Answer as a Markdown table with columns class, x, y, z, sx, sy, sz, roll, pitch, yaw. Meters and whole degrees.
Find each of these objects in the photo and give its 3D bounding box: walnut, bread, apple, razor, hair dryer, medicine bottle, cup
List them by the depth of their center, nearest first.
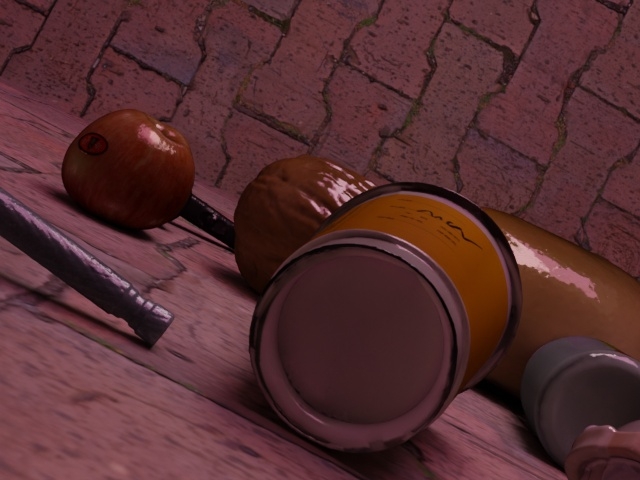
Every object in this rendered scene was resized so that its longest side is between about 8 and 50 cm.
| class | x | y | z | sx | sy | sz | roll | pitch | yaw |
| --- | --- | --- | --- | --- | --- | --- | --- | --- | --- |
| razor | -0.195 | -0.009 | 0.527 | 0.232 | 0.106 | 0.068 | 39 | 2 | -8 |
| cup | 0.053 | 0.054 | 0.627 | 0.196 | 0.196 | 0.280 | 28 | 11 | 10 |
| medicine bottle | 0.305 | 0.183 | 0.948 | 0.139 | 0.139 | 0.225 | 28 | 3 | 7 |
| apple | -0.218 | -0.083 | 0.961 | 0.146 | 0.131 | 0.146 | 33 | 3 | -2 |
| walnut | 0.000 | 0.000 | 0.989 | 0.213 | 0.213 | 0.213 | 27 | 3 | -1 |
| hair dryer | -0.188 | -0.049 | 1.214 | 0.251 | 0.089 | 0.197 | 33 | 0 | -28 |
| bread | 0.318 | 0.114 | 1.236 | 0.376 | 0.252 | 0.348 | 26 | 6 | 10 |

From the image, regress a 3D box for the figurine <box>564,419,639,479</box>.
| class | x | y | z | sx | sy | sz | roll | pitch | yaw |
| --- | --- | --- | --- | --- | --- | --- | --- | --- | --- |
| figurine | 0.257 | 0.199 | 0.536 | 0.237 | 0.141 | 0.162 | 27 | -27 | 43 |
